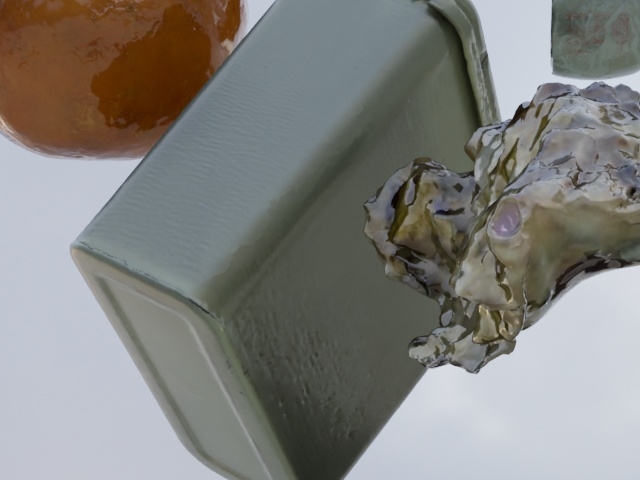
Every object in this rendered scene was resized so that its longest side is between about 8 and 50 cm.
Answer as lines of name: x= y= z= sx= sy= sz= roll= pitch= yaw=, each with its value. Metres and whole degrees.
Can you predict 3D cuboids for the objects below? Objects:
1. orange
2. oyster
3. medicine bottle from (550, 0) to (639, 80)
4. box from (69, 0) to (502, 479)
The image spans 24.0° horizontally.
orange: x=-0.210 y=-0.208 z=1.394 sx=0.284 sy=0.283 sz=0.226 roll=-5 pitch=-29 yaw=-14
oyster: x=0.129 y=-0.022 z=0.925 sx=0.238 sy=0.114 sz=0.351 roll=-35 pitch=6 yaw=13
medicine bottle: x=0.327 y=-0.252 z=1.677 sx=0.143 sy=0.147 sz=0.147 roll=0 pitch=-20 yaw=8
box: x=0.000 y=0.000 z=1.251 sx=0.177 sy=0.344 sz=0.352 roll=23 pitch=-28 yaw=30
